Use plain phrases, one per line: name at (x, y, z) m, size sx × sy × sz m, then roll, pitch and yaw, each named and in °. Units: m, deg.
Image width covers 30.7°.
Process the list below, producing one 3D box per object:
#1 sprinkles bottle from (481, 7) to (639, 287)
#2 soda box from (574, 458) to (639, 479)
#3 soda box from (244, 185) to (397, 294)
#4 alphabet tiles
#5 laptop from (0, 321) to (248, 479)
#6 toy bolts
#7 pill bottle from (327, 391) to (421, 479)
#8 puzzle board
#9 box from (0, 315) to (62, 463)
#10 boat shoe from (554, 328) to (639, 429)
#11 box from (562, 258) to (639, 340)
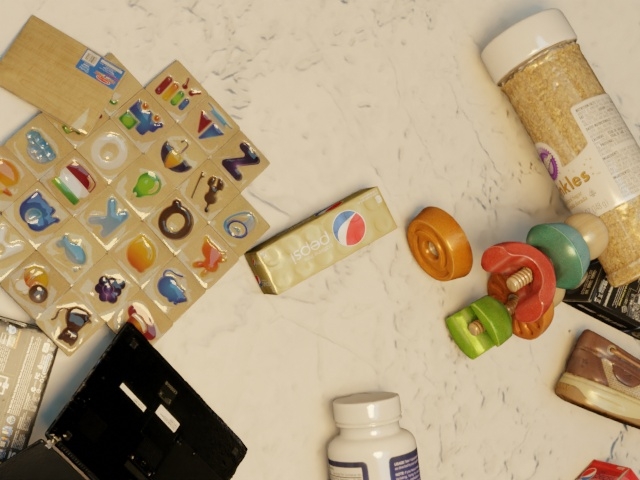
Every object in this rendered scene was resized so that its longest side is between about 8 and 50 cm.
sprinkles bottle at (0.341, -0.119, 1.492) m, size 0.121 × 0.121 × 0.355 m, roll -25°, pitch 81°, yaw -19°
soda box at (0.443, 0.424, 1.577) m, size 0.083 × 0.092 × 0.263 m, roll -42°, pitch 102°, yaw -17°
soda box at (0.000, 0.000, 1.446) m, size 0.181 × 0.058 × 0.061 m, roll -29°, pitch 98°, yaw -19°
alphabet tiles at (-0.230, -0.043, 1.367) m, size 0.285 × 0.011 × 0.342 m, roll 47°, pitch 69°, yaw -8°
laptop at (-0.253, 0.271, 1.341) m, size 0.234 × 0.137 × 0.264 m, roll 52°, pitch 51°, yaw -26°
toy bolts at (0.247, 0.016, 1.458) m, size 0.158 × 0.228 × 0.218 m, roll -29°, pitch 87°, yaw -26°
pill bottle at (0.067, 0.286, 1.436) m, size 0.112 × 0.112 × 0.186 m, roll -7°, pitch 91°, yaw -20°
puzzle board at (-0.304, -0.191, 1.353) m, size 0.128 × 0.011 × 0.096 m, roll 30°, pitch 69°, yaw -7°
box at (-0.407, 0.169, 1.304) m, size 0.184 × 0.045 × 0.190 m, roll 18°, pitch 83°, yaw -17°
boat shoe at (0.487, 0.210, 1.588) m, size 0.342 × 0.123 × 0.123 m, roll 20°, pitch 83°, yaw -12°
box at (0.434, 0.031, 1.591) m, size 0.147 × 0.077 × 0.180 m, roll 25°, pitch 81°, yaw -17°
